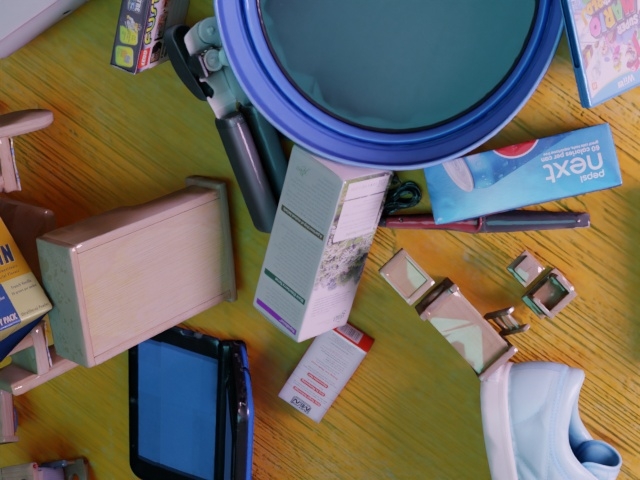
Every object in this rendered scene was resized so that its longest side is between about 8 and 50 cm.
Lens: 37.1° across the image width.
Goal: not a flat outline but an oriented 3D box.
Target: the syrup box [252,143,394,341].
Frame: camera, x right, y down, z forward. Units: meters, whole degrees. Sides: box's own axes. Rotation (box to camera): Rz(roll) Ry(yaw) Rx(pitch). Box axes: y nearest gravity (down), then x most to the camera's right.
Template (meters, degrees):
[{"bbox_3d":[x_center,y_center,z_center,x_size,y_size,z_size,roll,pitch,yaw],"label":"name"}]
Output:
[{"bbox_3d":[0.000,0.000,1.180,0.096,0.093,0.237,37,125,32],"label":"syrup box"}]

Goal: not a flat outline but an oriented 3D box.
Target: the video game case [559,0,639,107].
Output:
[{"bbox_3d":[0.299,-0.235,0.990,0.015,0.119,0.166,9,120,56],"label":"video game case"}]

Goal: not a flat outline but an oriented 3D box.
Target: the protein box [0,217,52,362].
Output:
[{"bbox_3d":[-0.462,0.056,1.150,0.200,0.136,0.201,-37,82,45],"label":"protein box"}]

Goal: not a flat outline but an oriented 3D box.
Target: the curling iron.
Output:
[{"bbox_3d":[0.185,-0.036,1.152,0.274,0.035,0.068,8,114,17],"label":"curling iron"}]

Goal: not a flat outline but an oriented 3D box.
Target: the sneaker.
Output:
[{"bbox_3d":[0.306,0.322,1.197,0.150,0.135,0.366,-7,109,28],"label":"sneaker"}]

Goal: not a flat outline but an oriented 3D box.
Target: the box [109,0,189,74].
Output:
[{"bbox_3d":[-0.189,-0.309,1.133,0.036,0.114,0.207,23,117,10],"label":"box"}]

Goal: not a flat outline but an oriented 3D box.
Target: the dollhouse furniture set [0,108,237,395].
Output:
[{"bbox_3d":[-0.346,0.003,1.300,0.394,0.256,0.362,13,116,38],"label":"dollhouse furniture set"}]

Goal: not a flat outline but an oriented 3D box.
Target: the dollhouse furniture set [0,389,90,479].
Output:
[{"bbox_3d":[-0.460,0.327,1.508,0.129,0.129,0.183,-14,76,24],"label":"dollhouse furniture set"}]

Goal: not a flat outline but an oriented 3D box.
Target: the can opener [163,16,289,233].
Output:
[{"bbox_3d":[-0.100,-0.145,1.183,0.093,0.074,0.280,4,121,55],"label":"can opener"}]

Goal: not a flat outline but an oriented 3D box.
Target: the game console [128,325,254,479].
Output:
[{"bbox_3d":[-0.191,0.289,1.353,0.173,0.250,0.293,0,114,-8],"label":"game console"}]

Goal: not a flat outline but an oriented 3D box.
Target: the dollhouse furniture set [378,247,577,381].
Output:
[{"bbox_3d":[0.190,0.047,1.173,0.161,0.101,0.182,-43,91,4],"label":"dollhouse furniture set"}]

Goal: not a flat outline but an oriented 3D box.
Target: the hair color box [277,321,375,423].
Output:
[{"bbox_3d":[0.007,0.174,1.298,0.072,0.043,0.141,34,117,4],"label":"hair color box"}]

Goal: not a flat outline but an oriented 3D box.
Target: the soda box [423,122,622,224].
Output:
[{"bbox_3d":[0.229,-0.073,1.082,0.210,0.067,0.071,-13,88,18],"label":"soda box"}]

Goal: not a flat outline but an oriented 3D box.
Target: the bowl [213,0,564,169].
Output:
[{"bbox_3d":[0.075,-0.274,1.054,0.391,0.077,0.391,5,109,14],"label":"bowl"}]

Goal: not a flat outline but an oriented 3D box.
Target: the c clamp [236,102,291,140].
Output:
[{"bbox_3d":[-0.058,-0.195,1.183,0.137,0.022,0.160,40,119,1],"label":"c clamp"}]

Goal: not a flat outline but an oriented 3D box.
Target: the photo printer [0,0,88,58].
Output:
[{"bbox_3d":[-0.356,-0.402,1.160,0.307,0.107,0.256,-26,101,26],"label":"photo printer"}]
